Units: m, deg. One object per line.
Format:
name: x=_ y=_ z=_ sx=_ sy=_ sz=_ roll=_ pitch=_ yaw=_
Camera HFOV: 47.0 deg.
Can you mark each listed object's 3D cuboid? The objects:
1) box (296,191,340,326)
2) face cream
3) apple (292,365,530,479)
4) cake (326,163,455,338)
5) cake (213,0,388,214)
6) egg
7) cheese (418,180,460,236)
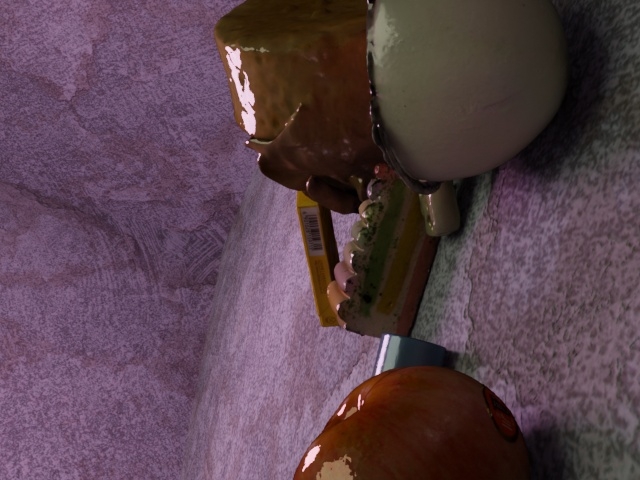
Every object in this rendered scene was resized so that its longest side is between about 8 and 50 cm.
box: x=0.000 y=0.000 z=1.230 sx=0.152 sy=0.044 sz=0.269 roll=-86 pitch=-11 yaw=-49
face cream: x=0.075 y=0.231 z=0.805 sx=0.077 sy=0.077 sz=0.250 roll=162 pitch=124 yaw=-74
apple: x=0.070 y=0.197 z=0.604 sx=0.209 sy=0.164 sz=0.209 roll=-45 pitch=-10 yaw=-10
cake: x=0.086 y=0.014 z=0.970 sx=0.090 sy=0.110 sz=0.225 roll=-157 pitch=84 yaw=-77
cake: x=0.032 y=-0.196 z=1.073 sx=0.332 sy=0.333 sz=0.321 roll=-94 pitch=-7 yaw=-58
egg: x=0.169 y=-0.194 z=0.760 sx=0.286 sy=0.174 sz=0.264 roll=-63 pitch=-38 yaw=-45
cheese: x=0.136 y=-0.101 z=0.902 sx=0.065 sy=0.043 sz=0.193 roll=-141 pitch=42 yaw=-84
